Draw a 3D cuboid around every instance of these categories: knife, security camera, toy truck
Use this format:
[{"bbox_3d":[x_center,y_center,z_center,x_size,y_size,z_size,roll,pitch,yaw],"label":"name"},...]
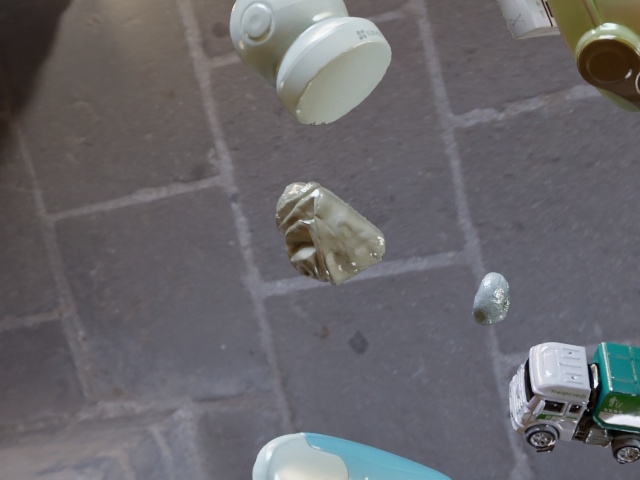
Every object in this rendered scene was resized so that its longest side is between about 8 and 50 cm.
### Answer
[{"bbox_3d":[0.033,0.183,0.794,0.031,0.222,0.064,-14,63,42],"label":"knife"},{"bbox_3d":[-0.029,-0.316,1.678,0.194,0.195,0.236,-47,70,23],"label":"security camera"},{"bbox_3d":[0.364,0.194,1.311,0.254,0.114,0.124,10,131,-3],"label":"toy truck"}]

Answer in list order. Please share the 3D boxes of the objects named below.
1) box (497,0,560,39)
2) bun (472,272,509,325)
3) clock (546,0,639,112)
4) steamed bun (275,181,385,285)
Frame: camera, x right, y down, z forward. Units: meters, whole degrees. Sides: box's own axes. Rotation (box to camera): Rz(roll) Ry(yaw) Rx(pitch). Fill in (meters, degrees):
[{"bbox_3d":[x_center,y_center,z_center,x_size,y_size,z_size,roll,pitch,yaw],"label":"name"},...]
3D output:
[{"bbox_3d":[0.271,-0.298,1.357,0.040,0.154,0.083,-22,89,36],"label":"box"},{"bbox_3d":[0.244,0.085,1.538,0.045,0.083,0.083,16,106,15],"label":"bun"},{"bbox_3d":[0.347,-0.273,1.131,0.117,0.286,0.348,-15,97,42],"label":"clock"},{"bbox_3d":[-0.001,0.000,1.993,0.218,0.211,0.144,41,79,-6],"label":"steamed bun"}]
